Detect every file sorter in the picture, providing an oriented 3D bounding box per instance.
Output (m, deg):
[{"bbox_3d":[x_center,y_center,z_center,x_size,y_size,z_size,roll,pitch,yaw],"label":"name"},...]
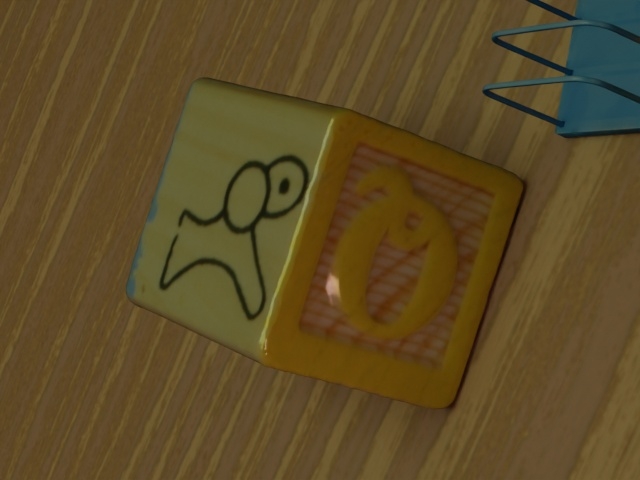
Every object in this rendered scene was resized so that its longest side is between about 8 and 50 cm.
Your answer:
[{"bbox_3d":[0.191,-0.169,1.204,0.118,0.104,0.170,0,76,52],"label":"file sorter"}]

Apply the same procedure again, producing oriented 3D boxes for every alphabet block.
[{"bbox_3d":[0.000,0.000,1.306,0.197,0.193,0.192,20,94,53],"label":"alphabet block"}]
